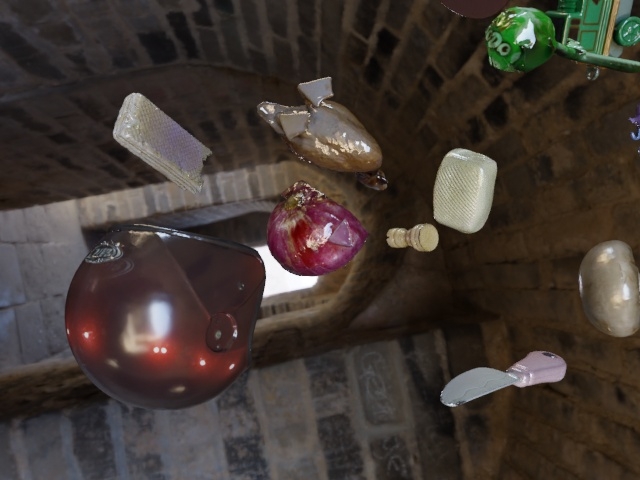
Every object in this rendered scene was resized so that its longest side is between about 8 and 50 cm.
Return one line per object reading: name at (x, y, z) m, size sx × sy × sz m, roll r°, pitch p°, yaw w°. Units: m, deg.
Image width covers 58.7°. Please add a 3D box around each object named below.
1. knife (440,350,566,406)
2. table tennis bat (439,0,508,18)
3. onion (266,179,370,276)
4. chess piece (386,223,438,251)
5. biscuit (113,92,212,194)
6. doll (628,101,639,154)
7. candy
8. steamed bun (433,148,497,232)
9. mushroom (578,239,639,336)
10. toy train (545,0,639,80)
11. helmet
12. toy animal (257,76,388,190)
knife at (0.302, 0.227, 0.959) m, size 0.081 × 0.336 × 0.043 m, roll 19°, pitch -76°, yaw 50°
table tennis bat at (0.113, -0.361, 0.629) m, size 0.274 × 0.021 × 0.154 m, roll 47°, pitch -10°, yaw -11°
onion at (-0.023, -0.010, 1.513) m, size 0.272 × 0.230 × 0.256 m, roll 46°, pitch -1°, yaw -10°
chess piece at (0.212, -0.008, 1.341) m, size 0.122 × 0.066 × 0.066 m, roll 2°, pitch -75°, yaw 54°
biscuit at (-0.331, -0.200, 1.209) m, size 0.239 × 0.062 × 0.108 m, roll 40°, pitch 52°, yaw -49°
doll at (0.902, -0.304, 1.550) m, size 0.067 × 0.110 × 0.206 m, roll -59°, pitch 138°, yaw -70°
candy at (0.387, -0.284, 0.863) m, size 0.097 × 0.323 × 0.097 m, roll -178°, pitch -90°, yaw -65°
steamed bun at (0.443, -0.151, 1.705) m, size 0.170 × 0.152 × 0.238 m, roll 25°, pitch -56°, yaw 37°
mushroom at (0.696, 0.110, 1.320) m, size 0.226 × 0.178 × 0.226 m, roll 17°, pitch 68°, yaw -52°
toy train at (0.774, -0.677, 1.621) m, size 0.178 × 0.249 × 0.429 m, roll -115°, pitch -158°, yaw -63°
helmet at (-0.167, 0.079, 0.612) m, size 0.193 × 0.189 × 0.216 m, roll -48°, pitch 123°, yaw -42°
toy animal at (0.004, -0.130, 0.733) m, size 0.188 × 0.089 × 0.179 m, roll 28°, pitch -7°, yaw 36°
